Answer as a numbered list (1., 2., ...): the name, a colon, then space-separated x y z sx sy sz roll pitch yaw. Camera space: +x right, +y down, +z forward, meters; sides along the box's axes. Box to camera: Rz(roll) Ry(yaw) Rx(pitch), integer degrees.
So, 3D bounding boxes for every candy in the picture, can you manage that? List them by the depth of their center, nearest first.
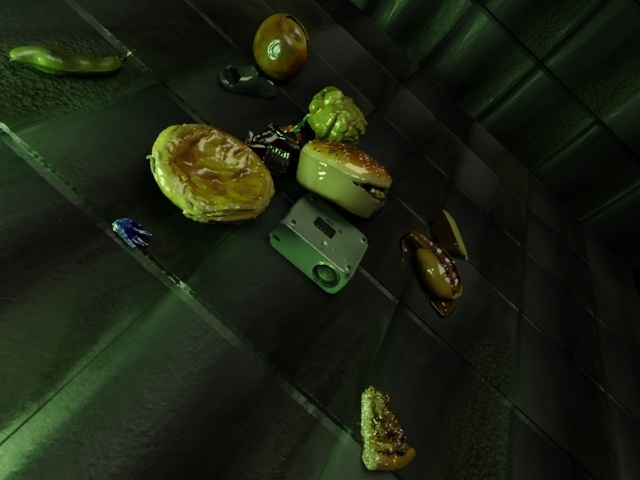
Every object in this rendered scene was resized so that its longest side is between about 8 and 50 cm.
1. candy: -0.079 -0.351 1.409 0.084 0.287 0.078 22 81 -14

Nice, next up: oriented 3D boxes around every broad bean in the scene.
1. broad bean: -0.636 -0.468 1.173 0.325 0.067 0.075 -23 103 -51

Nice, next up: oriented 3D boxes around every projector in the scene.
1. projector: 0.000 0.000 1.278 0.250 0.108 0.198 41 39 -5

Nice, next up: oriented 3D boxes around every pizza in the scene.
1. pizza: 0.153 0.437 1.059 0.154 0.069 0.194 7 54 -36

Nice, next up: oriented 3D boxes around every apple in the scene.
1. apple: -0.149 -0.749 1.726 0.236 0.207 0.237 22 47 -25

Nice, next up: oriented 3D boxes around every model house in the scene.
1. model house: -0.150 -0.266 1.395 0.203 0.141 0.164 30 60 14

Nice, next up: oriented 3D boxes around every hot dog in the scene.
1. hot dog: 0.397 0.090 1.550 0.194 0.107 0.326 -18 69 -47

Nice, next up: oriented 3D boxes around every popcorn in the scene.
1. popcorn: 0.062 -0.443 1.670 0.255 0.195 0.256 49 39 -11

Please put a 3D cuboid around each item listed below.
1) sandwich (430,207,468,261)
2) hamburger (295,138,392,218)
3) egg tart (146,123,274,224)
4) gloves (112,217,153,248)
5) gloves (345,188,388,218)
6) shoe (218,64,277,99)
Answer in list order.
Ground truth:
1. sandwich: 0.498 -0.007 1.745 0.090 0.088 0.245 27 38 -34
2. hamburger: 0.071 -0.195 1.340 0.300 0.176 0.300 28 11 -6
3. egg tart: -0.278 -0.157 1.153 0.341 0.132 0.341 24 42 -24
4. gloves: -0.415 -0.017 0.994 0.086 0.026 0.064 42 37 -3
5. gloves: 0.177 -0.149 1.554 0.119 0.142 0.285 22 36 17
6. shoe: -0.243 -0.578 1.587 0.241 0.093 0.108 -1 58 -44
